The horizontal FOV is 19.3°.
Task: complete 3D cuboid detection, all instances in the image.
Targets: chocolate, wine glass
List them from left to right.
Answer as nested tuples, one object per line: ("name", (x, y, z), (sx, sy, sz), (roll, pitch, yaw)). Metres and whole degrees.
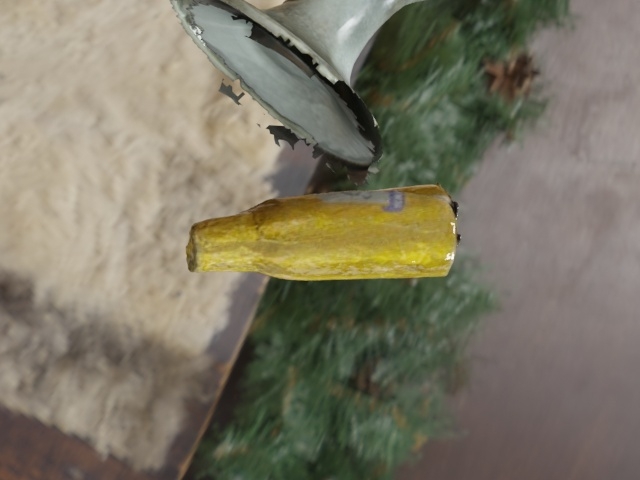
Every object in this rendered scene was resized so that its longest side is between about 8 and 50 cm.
("chocolate", (0.000, 0.000, 1.532), (0.219, 0.085, 0.085), (-6, 105, -12))
("wine glass", (0.073, -0.224, 1.209), (0.190, 0.190, 0.357), (37, 81, -2))
